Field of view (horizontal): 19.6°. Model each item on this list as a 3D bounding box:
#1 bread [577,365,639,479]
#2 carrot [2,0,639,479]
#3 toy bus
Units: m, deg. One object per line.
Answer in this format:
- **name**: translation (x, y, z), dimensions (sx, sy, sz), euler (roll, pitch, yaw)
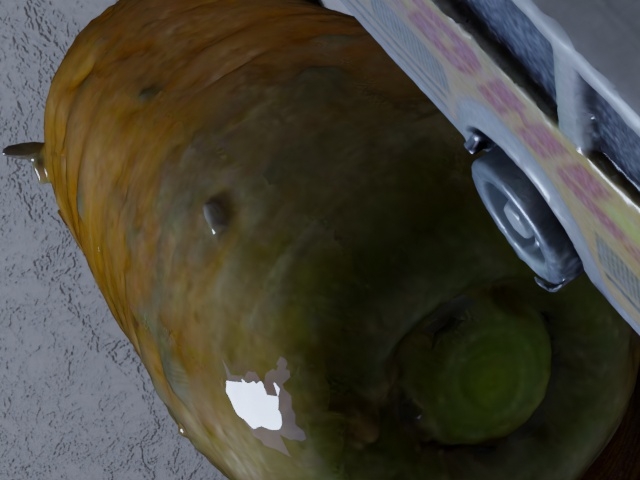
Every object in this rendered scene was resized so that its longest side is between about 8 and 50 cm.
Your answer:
- **bread**: translation (0.123, 0.104, 0.915), dimensions (0.073, 0.160, 0.160), euler (51, 179, -33)
- **carrot**: translation (0.000, 0.000, 0.888), dimensions (0.224, 0.224, 0.340), euler (56, 170, -30)
- **toy bus**: translation (0.037, -0.101, 0.481), dimensions (0.342, 0.097, 0.138), euler (52, 174, 29)
